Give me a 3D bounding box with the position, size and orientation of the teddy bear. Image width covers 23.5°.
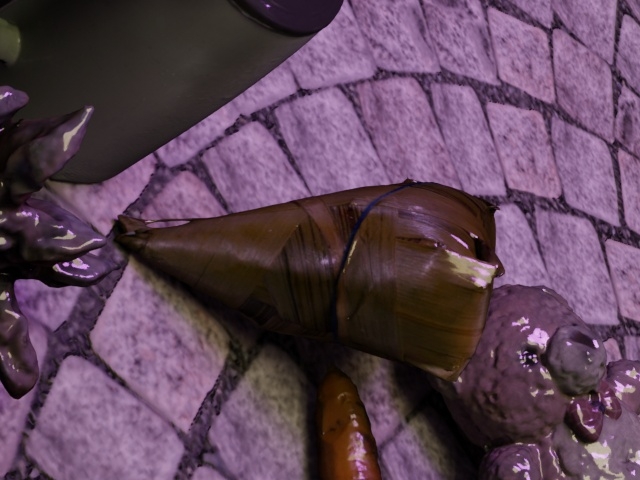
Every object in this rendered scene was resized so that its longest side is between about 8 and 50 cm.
[{"bbox_3d":[0.206,0.162,1.318,0.236,0.151,0.267,-21,90,-44],"label":"teddy bear"}]

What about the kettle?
[{"bbox_3d":[-0.130,-0.157,1.047,0.240,0.255,0.165,0,72,-47],"label":"kettle"}]

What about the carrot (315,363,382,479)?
[{"bbox_3d":[0.035,0.241,1.156,0.066,0.066,0.314,16,58,-42],"label":"carrot"}]

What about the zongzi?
[{"bbox_3d":[0.000,0.000,1.249,0.289,0.123,0.260,13,17,3],"label":"zongzi"}]

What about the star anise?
[{"bbox_3d":[-0.241,-0.024,0.945,0.212,0.129,0.282,-28,99,-18],"label":"star anise"}]
